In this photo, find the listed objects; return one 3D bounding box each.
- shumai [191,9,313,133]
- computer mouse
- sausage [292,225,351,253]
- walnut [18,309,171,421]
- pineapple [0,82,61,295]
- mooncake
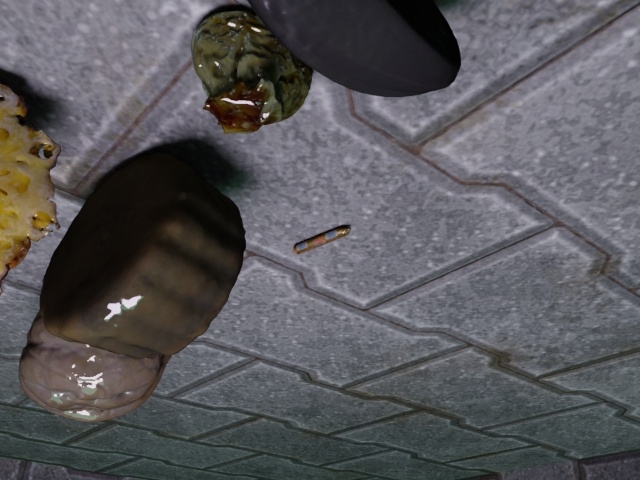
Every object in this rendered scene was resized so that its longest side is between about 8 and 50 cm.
[{"bbox_3d":[-0.061,-0.133,0.552,0.099,0.087,0.123,-24,142,33],"label":"shumai"},{"bbox_3d":[-0.006,-0.181,0.422,0.086,0.138,0.269,-32,138,28],"label":"computer mouse"},{"bbox_3d":[0.000,0.000,0.834,0.100,0.015,0.015,-21,142,32],"label":"sausage"},{"bbox_3d":[-0.345,0.177,0.967,0.224,0.224,0.224,1,149,1],"label":"walnut"},{"bbox_3d":[-0.413,-0.026,0.650,0.262,0.263,0.271,16,164,-22],"label":"pineapple"},{"bbox_3d":[-0.190,0.020,0.676,0.228,0.228,0.124,-21,139,32],"label":"mooncake"}]
